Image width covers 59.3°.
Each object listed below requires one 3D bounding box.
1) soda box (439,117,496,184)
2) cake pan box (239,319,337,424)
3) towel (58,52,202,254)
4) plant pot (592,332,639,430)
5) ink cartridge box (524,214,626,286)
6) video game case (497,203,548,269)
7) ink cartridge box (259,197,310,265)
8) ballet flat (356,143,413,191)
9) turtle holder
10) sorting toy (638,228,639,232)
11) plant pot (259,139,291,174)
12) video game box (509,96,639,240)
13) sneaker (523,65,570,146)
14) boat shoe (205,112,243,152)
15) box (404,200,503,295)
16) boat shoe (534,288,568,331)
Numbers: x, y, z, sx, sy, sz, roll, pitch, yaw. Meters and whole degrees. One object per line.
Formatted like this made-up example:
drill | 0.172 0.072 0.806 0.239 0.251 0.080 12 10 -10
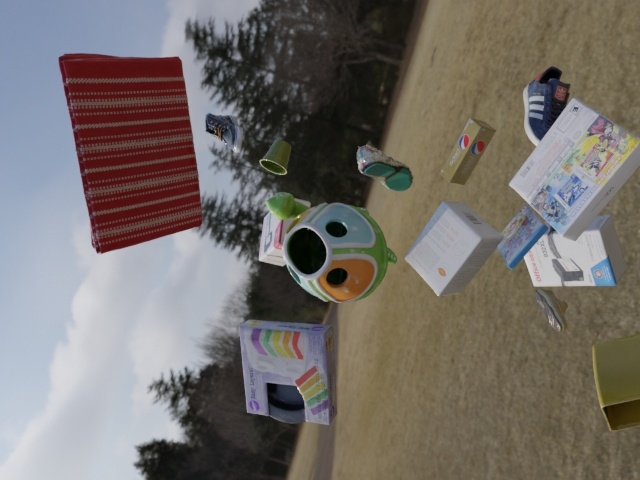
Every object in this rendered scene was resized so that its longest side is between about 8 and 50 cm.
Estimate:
soda box | 0.411 -0.247 1.577 0.181 0.061 0.058 -65 35 29
cake pan box | -0.084 0.345 1.477 0.070 0.246 0.266 -30 -60 -64
towel | -0.271 -0.135 0.834 0.199 0.031 0.274 -21 -68 -47
plant pot | 0.854 0.374 1.527 0.212 0.212 0.187 48 -150 -44
ink cartridge box | 0.914 0.044 2.058 0.308 0.223 0.129 -6 23 49
video game case | 0.455 -0.012 1.287 0.119 0.015 0.166 -54 7 20
ink cartridge box | -0.127 -0.027 1.936 0.237 0.100 0.171 143 136 -62
ballet flat | 0.171 -0.195 1.471 0.241 0.091 0.077 19 -136 -57
turtle holder | 0.017 -0.001 1.387 0.227 0.243 0.320 5 -114 -57
sorting toy | 0.833 -0.029 1.392 0.062 0.083 0.012 54 168 37
plant pot | -0.120 -0.243 1.612 0.083 0.083 0.079 110 -178 -75
video game box | 0.467 -0.133 1.034 0.205 0.048 0.187 -59 29 26
sneaker | 0.768 -0.442 1.869 0.148 0.131 0.349 125 154 -50
boat shoe | -0.252 -0.278 1.451 0.183 0.083 0.065 -119 38 -56
box | 0.293 0.018 1.253 0.130 0.091 0.170 52 126 33
boat shoe | 0.723 0.205 1.723 0.190 0.072 0.068 -95 -6 -58
